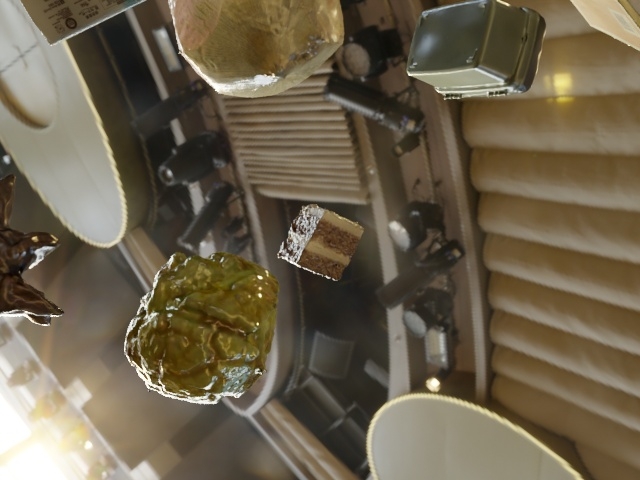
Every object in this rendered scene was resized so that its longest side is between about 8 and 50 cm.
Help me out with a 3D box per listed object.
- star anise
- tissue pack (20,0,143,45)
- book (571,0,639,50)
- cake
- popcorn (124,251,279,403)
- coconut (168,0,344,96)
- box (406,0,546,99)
[{"bbox_3d":[-0.525,0.041,1.089,0.315,0.315,0.108,53,-14,1],"label":"star anise"},{"bbox_3d":[-0.463,-0.516,1.504,0.230,0.145,0.159,-21,-63,15],"label":"tissue pack"},{"bbox_3d":[0.452,-0.370,1.211,0.170,0.241,0.018,36,-73,-29],"label":"book"},{"bbox_3d":[0.000,0.000,1.739,0.135,0.135,0.147,26,-85,62],"label":"cake"},{"bbox_3d":[-0.196,0.149,1.296,0.247,0.282,0.282,16,-40,-9],"label":"popcorn"},{"bbox_3d":[-0.135,-0.492,1.678,0.405,0.405,0.404,27,-45,30],"label":"coconut"},{"bbox_3d":[0.252,-0.314,1.254,0.210,0.129,0.147,13,-89,58],"label":"box"}]
